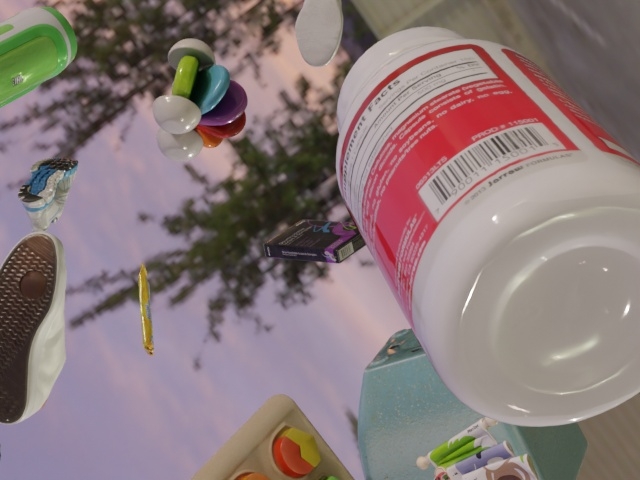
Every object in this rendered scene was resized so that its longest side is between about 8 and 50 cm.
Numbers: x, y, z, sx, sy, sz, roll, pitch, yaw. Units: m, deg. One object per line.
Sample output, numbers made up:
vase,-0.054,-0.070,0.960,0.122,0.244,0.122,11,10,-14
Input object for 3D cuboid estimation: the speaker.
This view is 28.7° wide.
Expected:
speaker,-0.552,-0.293,2.113,0.131,0.131,0.296,55,-133,-5

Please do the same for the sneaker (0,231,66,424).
sneaker,-0.434,0.126,1.888,0.106,0.290,0.123,15,-175,14

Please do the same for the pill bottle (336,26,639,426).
pill bottle,0.145,-0.040,1.107,0.229,0.229,0.407,50,-172,-31

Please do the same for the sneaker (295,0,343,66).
sneaker,0.006,-0.386,2.049,0.094,0.080,0.212,5,-96,-76

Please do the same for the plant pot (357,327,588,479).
plant pot,0.185,0.239,1.676,0.252,0.247,0.248,68,-155,-9

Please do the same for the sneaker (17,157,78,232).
sneaker,-0.446,-0.074,2.053,0.190,0.071,0.083,-72,-18,-60

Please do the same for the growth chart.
growth chart,0.206,0.311,1.394,0.021,0.172,0.237,-5,-122,-38

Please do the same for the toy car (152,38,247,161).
toy car,-0.181,-0.214,1.961,0.182,0.136,0.159,94,-172,-59

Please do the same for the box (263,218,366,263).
box,0.000,0.000,2.116,0.116,0.162,0.029,-34,-62,-45

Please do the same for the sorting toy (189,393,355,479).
sorting toy,-0.032,0.308,1.488,0.208,0.038,0.193,50,-134,-2

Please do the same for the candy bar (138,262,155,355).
candy bar,-0.284,0.114,2.035,0.040,0.018,0.161,87,174,-58
